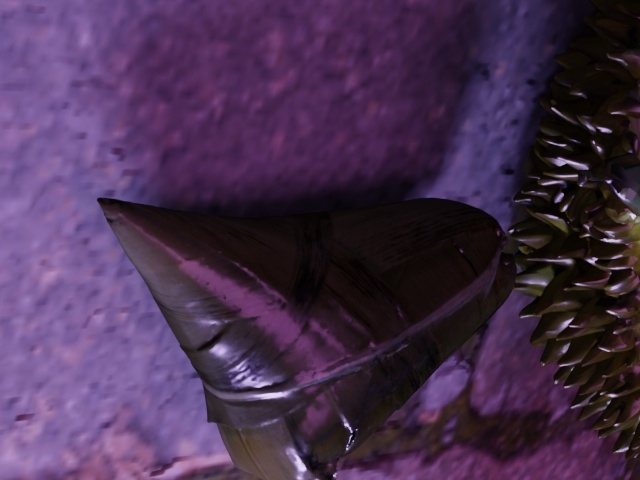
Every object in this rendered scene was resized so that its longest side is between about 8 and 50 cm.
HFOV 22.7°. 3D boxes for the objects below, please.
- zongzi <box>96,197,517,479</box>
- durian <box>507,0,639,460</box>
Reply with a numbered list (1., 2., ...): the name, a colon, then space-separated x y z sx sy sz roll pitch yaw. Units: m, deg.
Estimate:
1. zongzi: 0.000 0.000 0.442 0.104 0.052 0.113 -45 127 -24
2. durian: 0.109 -0.001 0.514 0.220 0.095 0.137 57 37 -47
